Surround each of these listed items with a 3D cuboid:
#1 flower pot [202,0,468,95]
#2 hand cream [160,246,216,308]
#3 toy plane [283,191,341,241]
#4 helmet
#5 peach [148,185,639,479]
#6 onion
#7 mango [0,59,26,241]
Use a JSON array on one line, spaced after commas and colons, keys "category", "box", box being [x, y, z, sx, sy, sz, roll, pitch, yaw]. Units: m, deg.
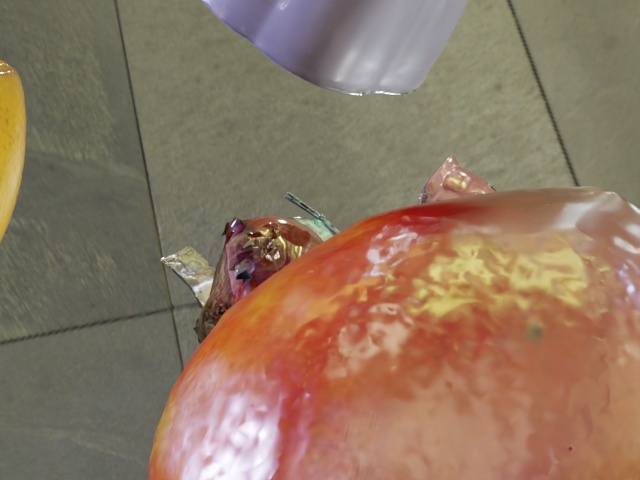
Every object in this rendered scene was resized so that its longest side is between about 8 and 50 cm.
[{"category": "flower pot", "box": [0.049, -0.298, 0.791, 0.265, 0.243, 0.265, 22, 42, -21]}, {"category": "hand cream", "box": [-0.123, 0.079, 1.043, 0.163, 0.039, 0.062, 57, 35, 1]}, {"category": "toy plane", "box": [0.000, 0.000, 1.752, 0.235, 0.060, 0.096, 36, 67, -32]}, {"category": "helmet", "box": [0.245, 0.005, 1.433, 0.154, 0.253, 0.198, 19, 36, 21]}, {"category": "peach", "box": [0.068, 0.123, 0.461, 0.338, 0.281, 0.281, -34, 75, -29]}, {"category": "onion", "box": [-0.026, 0.070, 0.714, 0.147, 0.184, 0.184, 9, 66, -25]}, {"category": "mango", "box": [-0.351, -0.058, 0.768, 0.201, 0.199, 0.350, -34, 37, 16]}]
